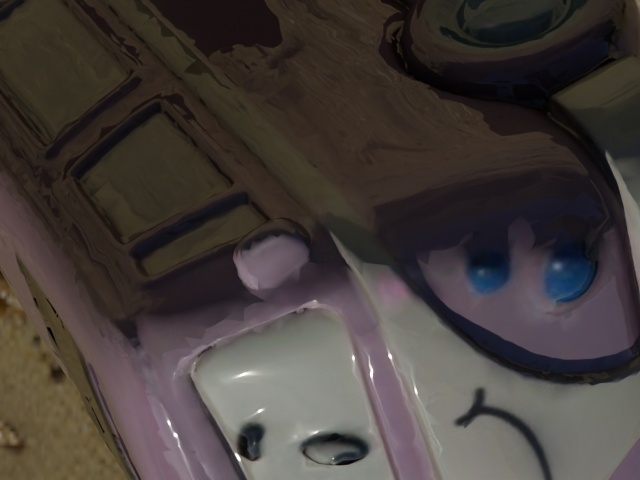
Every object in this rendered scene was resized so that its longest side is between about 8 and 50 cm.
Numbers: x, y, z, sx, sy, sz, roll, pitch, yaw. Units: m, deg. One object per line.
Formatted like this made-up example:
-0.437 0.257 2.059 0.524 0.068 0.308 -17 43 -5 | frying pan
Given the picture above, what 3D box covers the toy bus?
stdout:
0.000 0.000 0.431 0.142 0.202 0.142 -28 130 -14 | toy bus
